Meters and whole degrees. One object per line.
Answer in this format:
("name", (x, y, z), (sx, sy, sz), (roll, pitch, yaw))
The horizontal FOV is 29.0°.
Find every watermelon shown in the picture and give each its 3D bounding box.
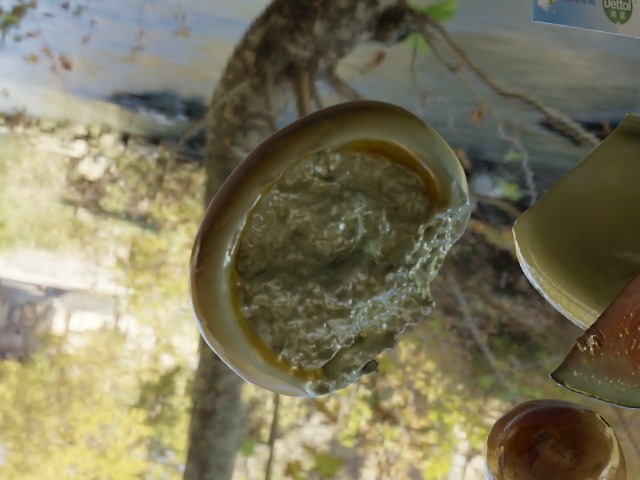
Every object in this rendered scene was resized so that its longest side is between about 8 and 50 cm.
("watermelon", (0.374, 0.068, 1.169), (0.128, 0.303, 0.159), (50, -171, 23))

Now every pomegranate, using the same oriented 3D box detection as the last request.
("pomegranate", (0.343, 0.331, 1.807), (0.209, 0.209, 0.209), (11, 175, 1))

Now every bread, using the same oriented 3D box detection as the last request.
("bread", (0.016, 0.014, 1.712), (0.329, 0.424, 0.245), (38, 177, 9))

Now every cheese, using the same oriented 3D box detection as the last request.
("cheese", (0.403, 0.021, 1.503), (0.316, 0.259, 0.128), (50, -164, 18))

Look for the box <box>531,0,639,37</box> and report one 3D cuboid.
("box", (0.347, -0.280, 1.372), (0.139, 0.073, 0.194), (-19, -155, -28))
